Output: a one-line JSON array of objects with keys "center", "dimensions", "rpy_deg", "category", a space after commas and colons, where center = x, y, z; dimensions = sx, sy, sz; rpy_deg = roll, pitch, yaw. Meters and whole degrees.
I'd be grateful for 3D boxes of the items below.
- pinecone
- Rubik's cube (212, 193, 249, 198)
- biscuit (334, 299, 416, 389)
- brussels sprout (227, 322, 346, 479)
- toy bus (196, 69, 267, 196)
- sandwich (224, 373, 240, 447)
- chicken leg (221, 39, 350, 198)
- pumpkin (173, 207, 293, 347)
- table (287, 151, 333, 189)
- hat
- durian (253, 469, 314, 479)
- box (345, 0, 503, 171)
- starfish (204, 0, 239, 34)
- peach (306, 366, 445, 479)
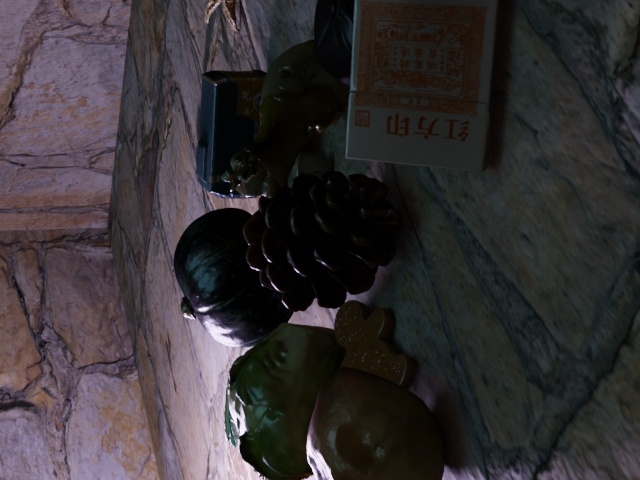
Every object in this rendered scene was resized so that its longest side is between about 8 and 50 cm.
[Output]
[{"center": [0.012, -0.006, 1.715], "dimensions": [0.309, 0.244, 0.244], "rpy_deg": [-18, 74, 57], "category": "pinecone"}, {"center": [-0.209, -0.151, 2.455], "dimensions": [0.092, 0.092, 0.092], "rpy_deg": [-153, 63, -67], "category": "Rubik's cube"}, {"center": [0.088, 0.195, 1.754], "dimensions": [0.165, 0.036, 0.250], "rpy_deg": [-62, 34, 22], "category": "biscuit"}, {"center": [-0.062, 0.288, 1.884], "dimensions": [0.295, 0.227, 0.259], "rpy_deg": [-70, 17, -7], "category": "brussels sprout"}, {"center": [-0.188, -0.238, 2.292], "dimensions": [0.138, 0.167, 0.275], "rpy_deg": [-140, 51, -62], "category": "toy bus"}, {"center": [-0.143, 0.380, 2.337], "dimensions": [0.159, 0.109, 0.185], "rpy_deg": [-7, 83, 49], "category": "sandwich"}, {"center": [-0.053, -0.208, 1.761], "dimensions": [0.153, 0.201, 0.429], "rpy_deg": [60, -143, -29], "category": "chicken leg"}, {"center": [-0.191, 0.087, 2.162], "dimensions": [0.315, 0.238, 0.315], "rpy_deg": [61, 174, 10], "category": "pumpkin"}, {"center": [-0.020, -0.130, 1.980], "dimensions": [0.062, 0.079, 0.083], "rpy_deg": [-168, 79, -70], "category": "table"}, {"center": [0.048, -0.311, 1.607], "dimensions": [0.238, 0.208, 0.336], "rpy_deg": [-116, 30, -41], "category": "hat"}, {"center": [-0.077, 0.422, 2.062], "dimensions": [0.137, 0.168, 0.158], "rpy_deg": [-56, 9, 36], "category": "durian"}, {"center": [0.143, -0.284, 1.398], "dimensions": [0.051, 0.204, 0.365], "rpy_deg": [-29, -56, -66], "category": "box"}, {"center": [-0.230, -0.647, 2.487], "dimensions": [0.294, 0.084, 0.302], "rpy_deg": [103, 159, -43], "category": "starfish"}, {"center": [0.081, 0.302, 1.565], "dimensions": [0.236, 0.214, 0.214], "rpy_deg": [67, 160, -7], "category": "peach"}]
